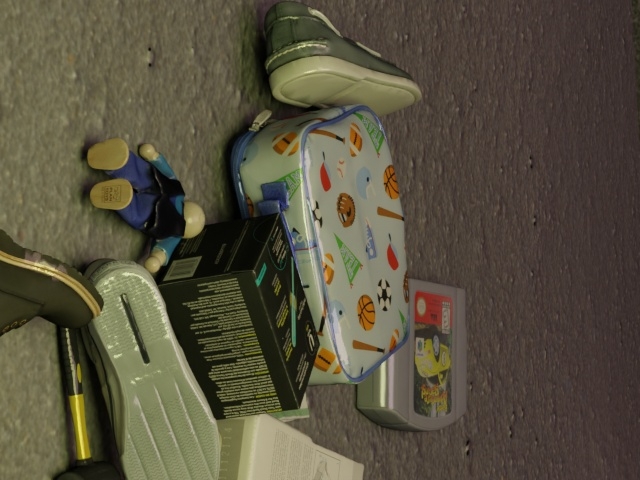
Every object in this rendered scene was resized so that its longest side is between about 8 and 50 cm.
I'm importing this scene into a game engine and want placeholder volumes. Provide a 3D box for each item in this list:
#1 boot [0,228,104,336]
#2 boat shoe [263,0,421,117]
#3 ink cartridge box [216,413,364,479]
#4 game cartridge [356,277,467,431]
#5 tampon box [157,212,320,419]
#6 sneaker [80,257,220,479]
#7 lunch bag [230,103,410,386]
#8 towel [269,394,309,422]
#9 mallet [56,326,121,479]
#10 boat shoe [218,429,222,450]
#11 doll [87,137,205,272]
[{"bbox_3d":[-0.262,0.070,1.322,0.198,0.076,0.137,32,63,-46],"label":"boot"},{"bbox_3d":[0.025,-0.201,1.910,0.319,0.116,0.099,9,61,-65],"label":"boat shoe"},{"bbox_3d":[-0.049,0.349,1.756,0.261,0.066,0.296,38,54,-58],"label":"ink cartridge box"},{"bbox_3d":[0.125,0.150,2.174,0.294,0.060,0.196,11,82,-65],"label":"game cartridge"},{"bbox_3d":[-0.077,0.076,1.653,0.120,0.101,0.161,-70,147,-59],"label":"tampon box"},{"bbox_3d":[-0.153,0.132,1.504,0.091,0.094,0.258,-143,-140,-69],"label":"sneaker"},{"bbox_3d":[0.000,0.000,1.814,0.243,0.115,0.303,-30,110,-61],"label":"lunch bag"},{"bbox_3d":[-0.044,0.125,1.837,0.113,0.023,0.152,0,88,-66],"label":"towel"},{"bbox_3d":[-0.216,0.142,1.453,0.062,0.039,0.190,-26,108,-65],"label":"mallet"},{"bbox_3d":[-0.127,0.235,1.623,0.045,0.050,0.135,48,36,-50],"label":"boat shoe"},{"bbox_3d":[-0.159,-0.033,1.570,0.189,0.046,0.129,32,50,-68],"label":"doll"}]
